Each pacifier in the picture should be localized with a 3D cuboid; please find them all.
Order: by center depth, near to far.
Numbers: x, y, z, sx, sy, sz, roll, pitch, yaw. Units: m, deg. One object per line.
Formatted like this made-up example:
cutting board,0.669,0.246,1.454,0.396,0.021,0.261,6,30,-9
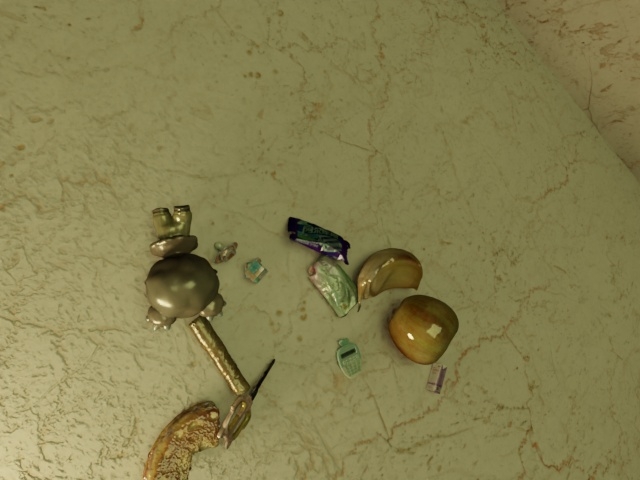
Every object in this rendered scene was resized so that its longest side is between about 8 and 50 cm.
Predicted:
pacifier,-0.333,0.030,1.565,0.078,0.082,0.099,41,63,19

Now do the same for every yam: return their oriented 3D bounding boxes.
yam,-0.329,0.378,1.497,0.066,0.066,0.300,-35,94,-26

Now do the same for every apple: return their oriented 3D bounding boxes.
apple,0.387,0.335,1.737,0.233,0.257,0.257,28,66,18

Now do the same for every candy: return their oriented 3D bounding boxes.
candy,0.000,0.000,1.702,0.275,0.070,0.145,25,30,-19

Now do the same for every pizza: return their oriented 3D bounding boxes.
pizza,-0.420,0.630,1.394,0.161,0.086,0.305,41,59,0

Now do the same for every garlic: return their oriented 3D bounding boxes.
garlic,0.252,0.131,1.740,0.338,0.151,0.197,-13,84,-35

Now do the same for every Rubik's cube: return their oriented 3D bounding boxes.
Rubik's cube,-0.232,0.103,1.592,0.073,0.084,0.075,40,68,11

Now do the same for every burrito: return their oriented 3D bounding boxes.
burrito,0.055,0.159,1.702,0.144,0.089,0.229,-45,102,-29

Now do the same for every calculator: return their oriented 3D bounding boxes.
calculator,0.107,0.438,1.704,0.095,0.021,0.153,-19,88,-26

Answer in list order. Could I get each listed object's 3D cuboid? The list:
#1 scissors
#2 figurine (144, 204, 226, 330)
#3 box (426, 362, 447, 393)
scissors,-0.232,0.520,1.499,0.024,0.160,0.318,16,48,24
figurine,-0.439,0.078,1.430,0.248,0.203,0.382,-8,82,-22
box,0.465,0.550,1.826,0.036,0.050,0.117,30,68,-24
